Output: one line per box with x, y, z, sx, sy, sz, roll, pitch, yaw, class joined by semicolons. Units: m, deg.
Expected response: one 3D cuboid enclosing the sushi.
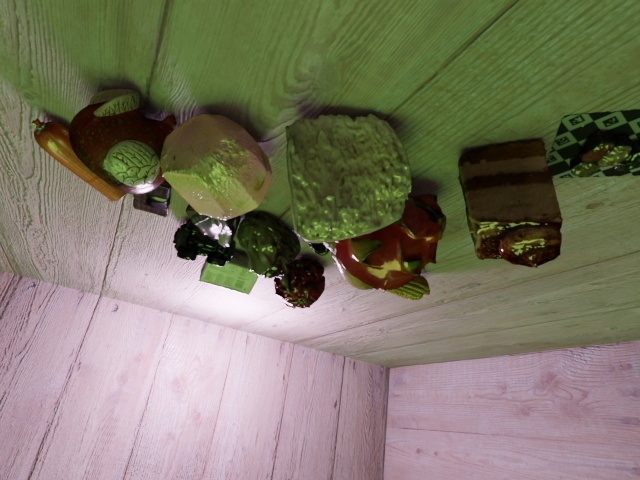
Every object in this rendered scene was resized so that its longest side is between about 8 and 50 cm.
0.640;-0.190;0.909;0.220;0.047;0.231;0;153;17;sushi

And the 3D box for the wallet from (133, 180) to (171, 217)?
-0.571;-0.149;1.371;0.124;0.042;0.230;19;151;-15;wallet

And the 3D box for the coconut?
-0.245;-0.170;1.017;0.233;0.233;0.245;-3;152;22;coconut

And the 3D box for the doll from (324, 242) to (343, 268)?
0.057;-0.020;1.274;0.221;0.115;0.105;50;175;8;doll

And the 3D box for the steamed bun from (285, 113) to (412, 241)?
0.067;-0.133;0.949;0.272;0.290;0.273;1;172;3;steamed bun

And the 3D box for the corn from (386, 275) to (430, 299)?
0.307;0.163;1.657;0.322;0.119;0.119;19;153;-11;corn

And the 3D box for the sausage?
-0.692;-0.235;1.174;0.093;0.093;0.312;-2;152;20;sausage

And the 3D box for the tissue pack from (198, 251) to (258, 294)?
-0.392;0.115;1.776;0.229;0.145;0.159;18;120;-19;tissue pack

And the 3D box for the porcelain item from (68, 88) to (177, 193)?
-0.460;-0.246;1.000;0.253;0.253;0.253;7;154;3;porcelain item

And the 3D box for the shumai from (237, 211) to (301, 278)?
-0.194;0.041;1.456;0.189;0.218;0.256;-23;141;33;shumai

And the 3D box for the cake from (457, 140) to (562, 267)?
0.439;-0.062;0.957;0.199;0.293;0.196;-5;151;17;cake

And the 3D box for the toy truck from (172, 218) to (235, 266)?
-0.450;0.010;1.571;0.224;0.147;0.165;17;177;-22;toy truck

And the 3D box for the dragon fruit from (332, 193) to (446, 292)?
0.200;-0.032;1.125;0.305;0.305;0.226;14;140;-12;dragon fruit

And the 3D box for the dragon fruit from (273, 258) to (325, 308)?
-0.069;0.176;1.737;0.234;0.233;0.293;-10;179;33;dragon fruit

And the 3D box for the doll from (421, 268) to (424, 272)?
0.352;0.074;1.507;0.115;0.077;0.150;-50;138;8;doll

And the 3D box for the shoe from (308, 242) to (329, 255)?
0.000;0.000;1.419;0.099;0.112;0.227;0;151;14;shoe

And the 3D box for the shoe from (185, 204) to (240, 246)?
-0.356;-0.096;1.338;0.171;0.132;0.336;21;156;-5;shoe

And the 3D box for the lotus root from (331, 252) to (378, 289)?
0.140;0.082;1.464;0.151;0.169;0.342;-3;146;23;lotus root
